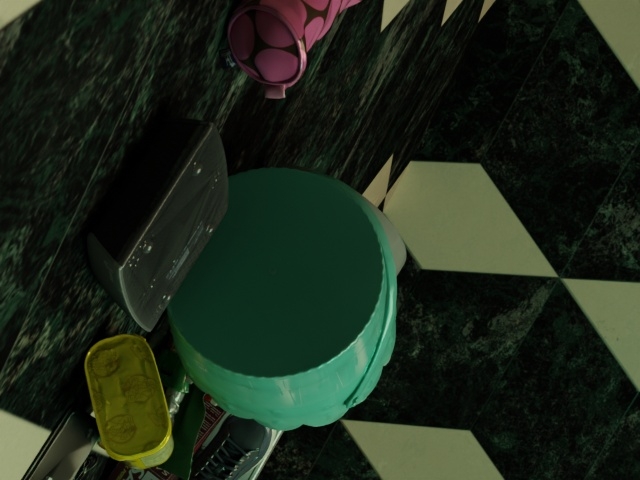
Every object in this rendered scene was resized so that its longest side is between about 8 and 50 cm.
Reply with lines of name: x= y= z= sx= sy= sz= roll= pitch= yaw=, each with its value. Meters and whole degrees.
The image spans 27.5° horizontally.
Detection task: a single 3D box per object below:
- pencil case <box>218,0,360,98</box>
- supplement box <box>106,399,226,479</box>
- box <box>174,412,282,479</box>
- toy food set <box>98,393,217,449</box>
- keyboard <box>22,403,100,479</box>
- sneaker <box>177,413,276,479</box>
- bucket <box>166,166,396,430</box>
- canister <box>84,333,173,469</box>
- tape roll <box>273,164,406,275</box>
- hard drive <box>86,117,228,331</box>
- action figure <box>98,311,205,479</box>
pencil case: x=-0.009 y=-0.227 z=1.243 sx=0.209 sy=0.095 sz=0.098 roll=-52 pitch=134 yaw=-41
supplement box: x=-0.225 y=0.304 z=1.867 sx=0.130 sy=0.073 sz=0.239 roll=-54 pitch=177 yaw=27
box: x=-0.136 y=0.274 z=2.057 sx=0.290 sy=0.169 sz=0.087 roll=-62 pitch=173 yaw=3
toy food set: x=-0.176 y=0.189 z=1.668 sx=0.232 sy=0.104 sz=0.111 roll=-59 pitch=173 yaw=-10
keyboard: x=-0.306 y=0.268 z=1.414 sx=0.192 sy=0.038 sz=0.100 roll=-58 pitch=150 yaw=-14
sneaker: x=-0.155 y=0.347 z=1.900 sx=0.226 sy=0.086 sz=0.163 roll=-51 pitch=-179 yaw=23
bucket: x=-0.045 y=0.061 z=1.458 sx=0.281 sy=0.281 sz=0.183 roll=-59 pitch=168 yaw=-16
canister: x=-0.201 y=0.179 z=1.403 sx=0.073 sy=0.126 sz=0.170 roll=-15 pitch=166 yaw=-7
tape roll: x=0.000 y=0.000 z=1.699 sx=0.072 sy=0.219 sz=0.219 roll=-57 pitch=173 yaw=-23
hard drive: x=-0.150 y=-0.014 z=1.232 sx=0.172 sy=0.054 sz=0.254 roll=-59 pitch=173 yaw=-14
action figure: x=-0.177 y=0.153 z=1.570 sx=0.232 sy=0.137 sz=0.063 roll=-68 pitch=162 yaw=-9
